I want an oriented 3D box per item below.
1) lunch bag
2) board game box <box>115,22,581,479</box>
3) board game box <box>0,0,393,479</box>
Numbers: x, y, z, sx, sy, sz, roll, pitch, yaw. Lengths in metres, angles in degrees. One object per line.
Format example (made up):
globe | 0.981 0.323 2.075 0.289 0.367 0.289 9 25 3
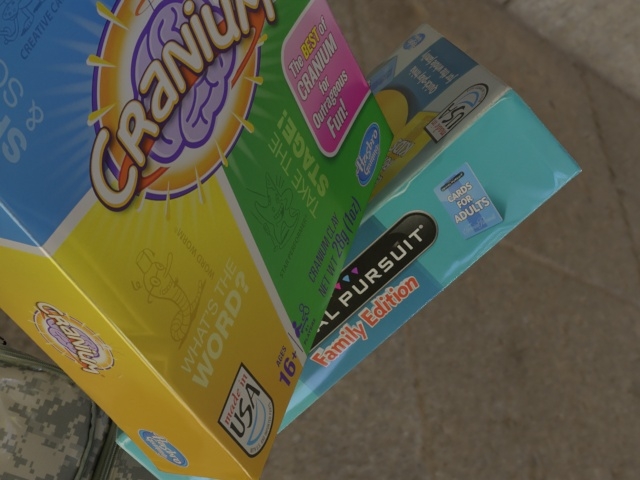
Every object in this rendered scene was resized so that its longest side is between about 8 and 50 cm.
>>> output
lunch bag | -0.300 0.270 1.105 0.256 0.212 0.305 28 65 -24
board game box | 0.000 0.000 0.810 0.079 0.336 0.254 45 9 -19
board game box | -0.080 -0.067 0.521 0.316 0.064 0.242 58 44 -44
